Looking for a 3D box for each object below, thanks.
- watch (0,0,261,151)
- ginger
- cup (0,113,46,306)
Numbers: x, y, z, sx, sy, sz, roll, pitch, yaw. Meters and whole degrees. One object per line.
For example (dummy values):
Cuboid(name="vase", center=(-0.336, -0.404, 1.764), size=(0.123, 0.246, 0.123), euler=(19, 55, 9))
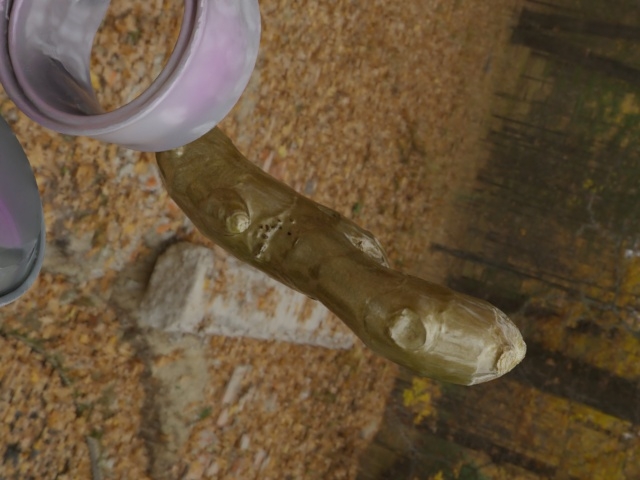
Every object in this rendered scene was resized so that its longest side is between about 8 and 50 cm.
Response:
Cuboid(name="watch", center=(-0.135, -0.194, 0.652), size=(0.248, 0.218, 0.211), euler=(-30, 170, 15))
Cuboid(name="ginger", center=(-0.003, 0.018, 0.841), size=(0.122, 0.348, 0.363), euler=(-57, -148, 8))
Cuboid(name="cup", center=(-0.450, 0.006, 0.710), size=(0.253, 0.371, 0.253), euler=(57, 16, -26))
